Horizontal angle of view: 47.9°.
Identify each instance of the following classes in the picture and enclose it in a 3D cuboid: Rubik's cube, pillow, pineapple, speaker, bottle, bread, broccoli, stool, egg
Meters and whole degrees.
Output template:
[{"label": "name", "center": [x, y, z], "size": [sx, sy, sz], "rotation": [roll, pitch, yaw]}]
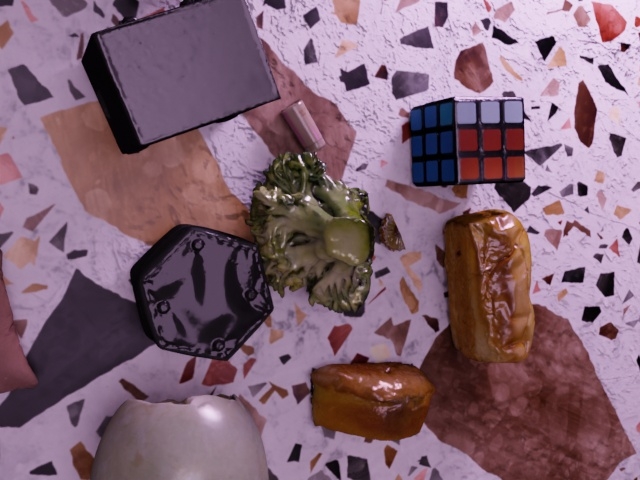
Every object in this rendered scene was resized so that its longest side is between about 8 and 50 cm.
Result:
[{"label": "Rubik's cube", "center": [0.278, -0.185, 1.373], "size": [0.163, 0.162, 0.160], "rotation": [-5, 95, -21]}, {"label": "pillow", "center": [-0.568, 0.150, 1.092], "size": [0.223, 0.084, 0.236], "rotation": [-14, 101, -22]}, {"label": "pineapple", "center": [0.135, -0.010, 1.401], "size": [0.045, 0.019, 0.083], "rotation": [-27, 105, -22]}, {"label": "speaker", "center": [-0.224, -0.256, 1.119], "size": [0.232, 0.254, 0.184], "rotation": [-23, 102, -19]}, {"label": "bottle", "center": [-0.030, -0.206, 1.311], "size": [0.045, 0.045, 0.096], "rotation": [-37, 106, -16]}, {"label": "bread", "center": [0.116, 0.302, 1.348], "size": [0.260, 0.134, 0.129], "rotation": [4, 92, -22]}, {"label": "broccoli", "center": [0.000, 0.000, 1.228], "size": [0.288, 0.245, 0.247], "rotation": [30, 91, -15]}, {"label": "bread", "center": [0.330, 0.090, 1.404], "size": [0.132, 0.167, 0.294], "rotation": [-11, 96, -21]}, {"label": "stool", "center": [-0.199, 0.083, 1.206], "size": [0.232, 0.141, 0.232], "rotation": [-1, 93, -22]}, {"label": "egg", "center": [-0.222, 0.409, 1.138], "size": [0.279, 0.278, 0.335], "rotation": [4, 83, -22]}]

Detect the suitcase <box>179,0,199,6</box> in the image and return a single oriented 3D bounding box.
[{"label": "suitcase", "center": [-0.178, -0.495, 1.129], "size": [0.143, 0.194, 0.234], "rotation": [25, 52, -26]}]
